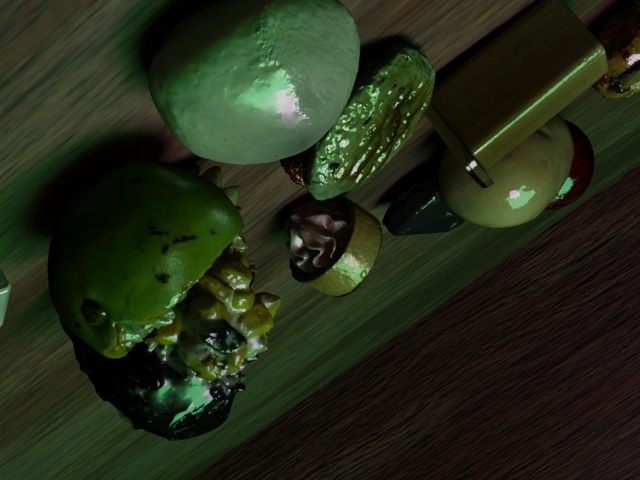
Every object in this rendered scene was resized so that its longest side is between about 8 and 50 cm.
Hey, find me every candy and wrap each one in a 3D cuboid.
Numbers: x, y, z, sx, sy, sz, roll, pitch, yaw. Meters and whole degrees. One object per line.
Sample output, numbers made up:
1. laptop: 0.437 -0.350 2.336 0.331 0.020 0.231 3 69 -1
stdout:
1. candy: -0.070 -0.201 1.377 0.295 0.185 0.295 -26 167 -6

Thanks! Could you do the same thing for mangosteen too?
1. mangosteen: 0.489 -0.173 2.492 0.257 0.215 0.215 -2 152 -24

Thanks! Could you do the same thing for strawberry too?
1. strawberry: -0.027 -0.141 1.824 0.083 0.083 0.096 -24 151 -25

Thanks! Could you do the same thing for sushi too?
1. sushi: -0.223 0.144 1.878 0.285 0.329 0.328 -35 160 29

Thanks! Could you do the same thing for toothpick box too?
1. toothpick box: 0.342 -0.270 1.954 0.308 0.190 0.187 -39 161 9

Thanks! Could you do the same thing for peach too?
1. peach: 0.378 -0.149 2.238 0.292 0.247 0.292 -20 161 -7

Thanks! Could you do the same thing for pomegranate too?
1. pomegranate: -0.256 -0.009 1.594 0.310 0.216 0.358 -47 -172 42

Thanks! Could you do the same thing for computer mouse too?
1. computer mouse: 0.256 -0.094 2.447 0.269 0.100 0.170 -4 144 -50

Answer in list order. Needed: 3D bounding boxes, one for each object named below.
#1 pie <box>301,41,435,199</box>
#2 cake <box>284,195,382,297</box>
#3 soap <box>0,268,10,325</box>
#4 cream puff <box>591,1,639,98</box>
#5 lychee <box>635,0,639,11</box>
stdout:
1. pie: 0.086 -0.189 1.777 0.306 0.071 0.306 -48 164 -19
2. cake: 0.000 0.000 2.153 0.178 0.185 0.207 25 160 -22
3. soap: -0.551 0.105 1.601 0.183 0.064 0.121 -22 159 -34
4. cream puff: 0.629 -0.383 2.179 0.240 0.164 0.240 -25 178 -1
5. lychee: 0.670 -0.459 1.889 0.267 0.267 0.267 -29 164 -9
